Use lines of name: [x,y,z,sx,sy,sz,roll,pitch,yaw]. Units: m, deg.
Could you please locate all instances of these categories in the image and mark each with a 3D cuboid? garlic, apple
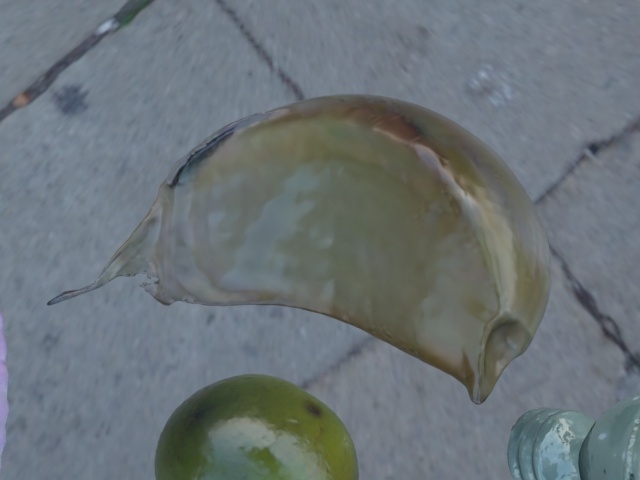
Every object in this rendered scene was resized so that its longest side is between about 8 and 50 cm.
garlic: [-0.005,-0.013,1.236,0.338,0.151,0.196,12,58,20]
apple: [-0.054,0.214,1.651,0.196,0.196,0.157,47,54,-9]

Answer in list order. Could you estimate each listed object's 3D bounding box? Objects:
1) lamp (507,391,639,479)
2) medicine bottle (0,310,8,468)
lamp: [0.198,0.143,1.157,0.106,0.193,0.106,2,86,-29]
medicine bottle: [-0.235,0.035,0.433,0.178,0.291,0.178,-5,81,35]
